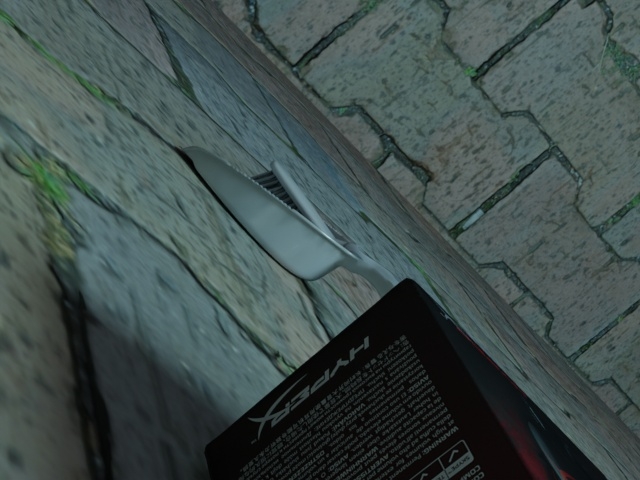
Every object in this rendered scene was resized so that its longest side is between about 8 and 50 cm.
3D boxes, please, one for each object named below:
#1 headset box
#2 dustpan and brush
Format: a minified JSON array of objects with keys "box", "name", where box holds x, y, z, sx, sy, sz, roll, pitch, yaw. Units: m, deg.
[{"box":[0.092,0.174,0.336,0.218,0.110,0.293,45,9,-27],"name":"headset box"},{"box":[0.000,0.000,0.830,0.211,0.060,0.147,51,9,20],"name":"dustpan and brush"}]
